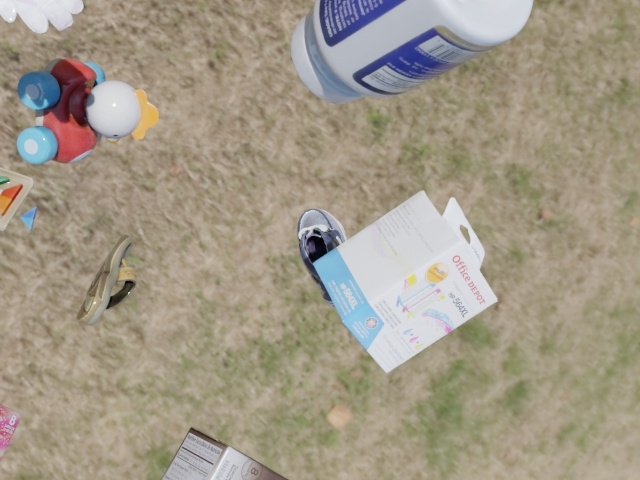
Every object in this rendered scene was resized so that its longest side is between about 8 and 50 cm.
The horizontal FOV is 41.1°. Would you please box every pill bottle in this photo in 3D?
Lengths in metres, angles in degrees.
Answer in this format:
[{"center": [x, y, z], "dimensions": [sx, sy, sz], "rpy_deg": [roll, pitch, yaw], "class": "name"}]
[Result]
[{"center": [0.060, -0.174, 0.661], "dimensions": [0.112, 0.187, 0.112], "rpy_deg": [8, 76, -33], "class": "pill bottle"}]

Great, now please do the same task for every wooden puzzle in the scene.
[{"center": [-0.379, -0.052, 0.989], "dimensions": [0.014, 0.116, 0.078], "rpy_deg": [90, 13, -64], "class": "wooden puzzle"}]

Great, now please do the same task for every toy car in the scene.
[{"center": [-0.436, -0.241, 1.688], "dimensions": [0.219, 0.238, 0.210], "rpy_deg": [-46, 146, -68], "class": "toy car"}]

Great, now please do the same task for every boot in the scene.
[{"center": [0.000, 0.000, 1.156], "dimensions": [0.069, 0.190, 0.086], "rpy_deg": [-27, 133, 2], "class": "boot"}]

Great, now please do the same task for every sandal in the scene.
[{"center": [-0.248, 0.054, 1.026], "dimensions": [0.049, 0.180, 0.072], "rpy_deg": [30, 108, -15], "class": "sandal"}]

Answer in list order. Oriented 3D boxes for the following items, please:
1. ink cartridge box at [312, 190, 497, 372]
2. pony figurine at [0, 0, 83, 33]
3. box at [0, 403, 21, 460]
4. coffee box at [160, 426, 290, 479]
[{"center": [0.085, 0.033, 0.788], "dimensions": [0.143, 0.090, 0.092], "rpy_deg": [-34, 129, 6], "class": "ink cartridge box"}, {"center": [-0.557, -0.359, 1.166], "dimensions": [0.303, 0.363, 0.351], "rpy_deg": [-45, 106, -31], "class": "pony figurine"}, {"center": [-0.491, 0.203, 0.973], "dimensions": [0.257, 0.128, 0.122], "rpy_deg": [51, 52, -52], "class": "box"}, {"center": [-0.140, 0.364, 0.986], "dimensions": [0.141, 0.098, 0.246], "rpy_deg": [40, 71, -31], "class": "coffee box"}]
